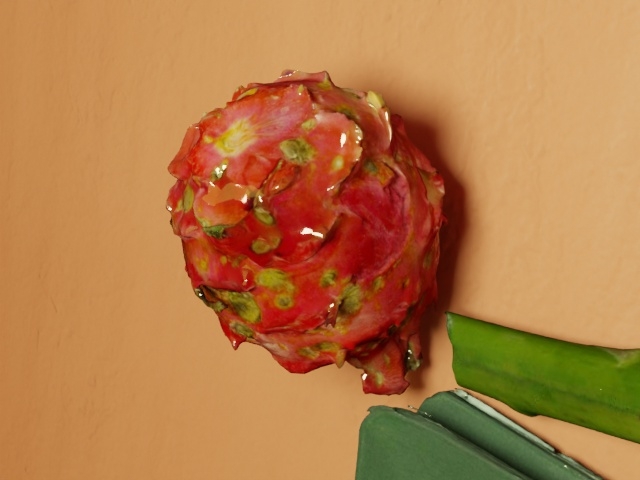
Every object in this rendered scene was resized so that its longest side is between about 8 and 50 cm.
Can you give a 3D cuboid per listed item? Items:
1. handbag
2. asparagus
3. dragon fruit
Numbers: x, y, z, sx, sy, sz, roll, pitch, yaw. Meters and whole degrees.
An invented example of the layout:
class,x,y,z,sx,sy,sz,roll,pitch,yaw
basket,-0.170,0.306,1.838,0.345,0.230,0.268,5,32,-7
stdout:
class,x,y,z,sx,sy,sz,roll,pitch,yaw
handbag,0.123,0.271,1.023,0.247,0.079,0.260,28,117,39
asparagus,0.190,0.103,0.949,0.277,0.060,0.067,10,95,42
dragon fruit,0.000,0.000,1.031,0.268,0.205,0.210,57,171,-24
